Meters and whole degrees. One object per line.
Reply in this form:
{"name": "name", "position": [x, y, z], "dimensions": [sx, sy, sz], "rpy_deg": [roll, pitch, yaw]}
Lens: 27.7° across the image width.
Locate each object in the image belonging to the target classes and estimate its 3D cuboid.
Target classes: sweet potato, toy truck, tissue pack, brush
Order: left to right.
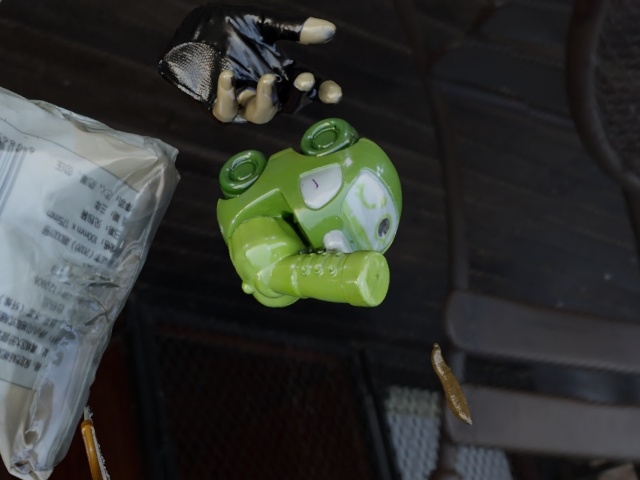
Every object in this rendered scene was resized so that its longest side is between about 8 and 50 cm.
{"name": "tissue pack", "position": [-0.350, 0.011, 1.313], "dimensions": [0.376, 0.390, 0.195], "rpy_deg": [28, 168, -29]}
{"name": "brush", "position": [-0.190, 0.221, 1.122], "dimensions": [0.017, 0.090, 0.314], "rpy_deg": [-14, -170, -10]}
{"name": "toy truck", "position": [-0.015, -0.006, 1.319], "dimensions": [0.187, 0.210, 0.148], "rpy_deg": [-10, 136, 21]}
{"name": "sweet potato", "position": [0.164, 0.184, 1.645], "dimensions": [0.026, 0.115, 0.026], "rpy_deg": [-22, 159, -9]}

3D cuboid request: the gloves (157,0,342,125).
{"name": "gloves", "position": [-0.085, -0.250, 1.857], "dimensions": [0.152, 0.301, 0.197], "rpy_deg": [37, 83, -43]}
